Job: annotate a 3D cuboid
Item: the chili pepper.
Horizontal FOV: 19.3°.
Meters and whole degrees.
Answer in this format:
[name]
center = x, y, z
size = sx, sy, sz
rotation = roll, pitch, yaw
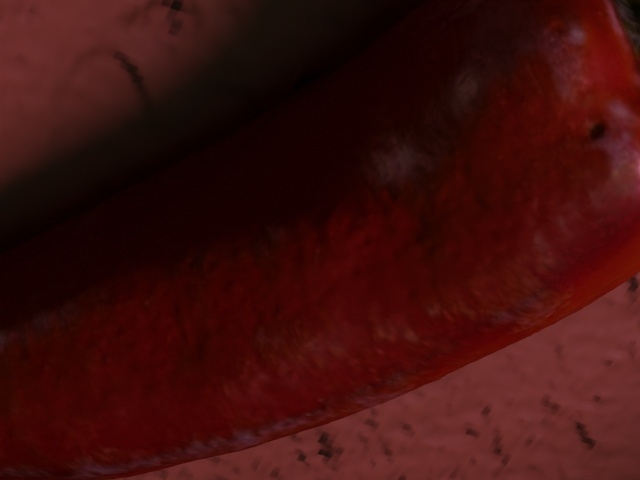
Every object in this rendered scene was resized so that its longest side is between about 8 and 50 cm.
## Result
[chili pepper]
center = 0.000, 0.000, 0.378
size = 0.272, 0.071, 0.063
rotation = -25, 169, 21
